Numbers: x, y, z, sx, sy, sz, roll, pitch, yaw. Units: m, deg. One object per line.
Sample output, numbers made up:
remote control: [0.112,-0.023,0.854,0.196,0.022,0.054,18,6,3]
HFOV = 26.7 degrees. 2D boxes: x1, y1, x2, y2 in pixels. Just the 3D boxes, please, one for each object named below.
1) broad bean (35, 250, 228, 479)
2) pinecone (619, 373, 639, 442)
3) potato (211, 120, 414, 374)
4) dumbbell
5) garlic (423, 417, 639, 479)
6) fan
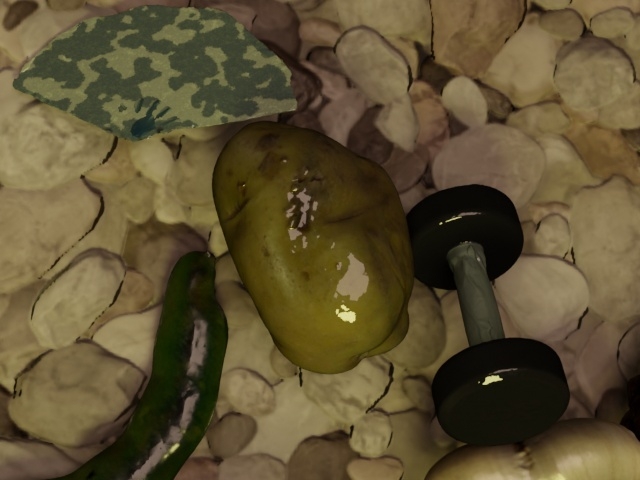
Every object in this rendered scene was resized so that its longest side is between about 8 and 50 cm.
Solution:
broad bean: [-0.166,0.142,1.055,0.292,0.049,0.144,-38,91,-10]
pinecone: [0.344,0.151,1.071,0.208,0.208,0.207,1,85,-9]
potato: [-0.004,0.002,1.037,0.137,0.154,0.200,-34,75,31]
dumbbell: [0.123,0.055,1.041,0.100,0.100,0.191,0,48,-9]
garlic: [0.165,0.194,1.055,0.175,0.124,0.099,-10,54,-9]
fan: [-0.127,-0.132,1.062,0.240,0.009,0.131,7,66,15]
